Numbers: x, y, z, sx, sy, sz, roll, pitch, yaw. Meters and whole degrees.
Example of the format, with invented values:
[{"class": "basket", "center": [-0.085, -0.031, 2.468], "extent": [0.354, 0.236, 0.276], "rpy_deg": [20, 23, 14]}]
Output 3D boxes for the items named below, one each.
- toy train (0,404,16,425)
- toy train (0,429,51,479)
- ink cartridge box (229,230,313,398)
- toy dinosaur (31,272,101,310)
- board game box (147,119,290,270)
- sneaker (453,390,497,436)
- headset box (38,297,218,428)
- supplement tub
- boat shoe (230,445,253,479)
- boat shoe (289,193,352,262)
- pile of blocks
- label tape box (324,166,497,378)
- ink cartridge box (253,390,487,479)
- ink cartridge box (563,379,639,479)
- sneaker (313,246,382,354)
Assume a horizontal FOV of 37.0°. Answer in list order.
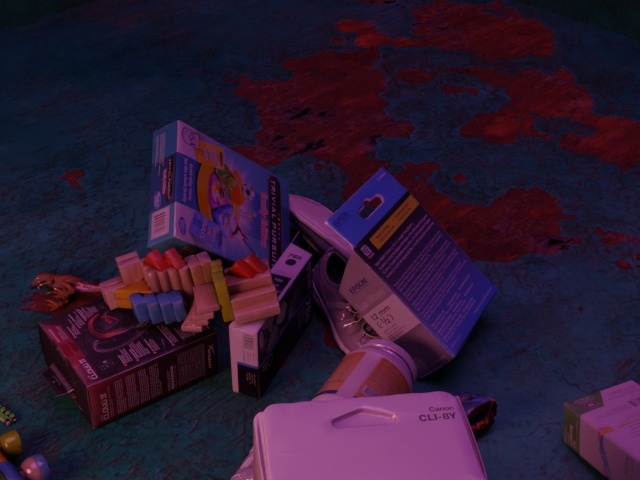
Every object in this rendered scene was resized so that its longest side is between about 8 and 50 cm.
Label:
[{"class": "toy train", "center": [-0.579, 0.308, 1.719], "extent": [0.083, 0.017, 0.024], "rpy_deg": [25, 51, 29]}, {"class": "toy train", "center": [-0.566, 0.352, 1.593], "extent": [0.143, 0.105, 0.248], "rpy_deg": [-16, 37, -40]}, {"class": "ink cartridge box", "center": [-0.078, 0.137, 1.859], "extent": [0.065, 0.165, 0.333], "rpy_deg": [12, 37, 17]}, {"class": "toy dinosaur", "center": [-0.513, 0.094, 1.986], "extent": [0.211, 0.064, 0.112], "rpy_deg": [11, 35, 11]}, {"class": "board game box", "center": [-0.195, -0.059, 1.939], "extent": [0.079, 0.336, 0.254], "rpy_deg": [-20, 60, 34]}, {"class": "sneaker", "center": [0.207, 0.327, 1.692], "extent": [0.221, 0.083, 0.087], "rpy_deg": [-15, 25, -31]}, {"class": "headset box", "center": [-0.372, 0.206, 1.791], "extent": [0.293, 0.110, 0.218], "rpy_deg": [-22, 41, -31]}, {"class": "supplement tub", "center": [0.076, 0.279, 1.681], "extent": [0.144, 0.144, 0.200], "rpy_deg": [18, 38, 22]}, {"class": "boat shoe", "center": [0.008, 0.411, 1.523], "extent": [0.320, 0.118, 0.103], "rpy_deg": [17, 43, 27]}, {"class": "boat shoe", "center": [0.000, 0.000, 2.110], "extent": [0.116, 0.099, 0.319], "rpy_deg": [-2, 31, -42]}, {"class": "pile of blocks", "center": [-0.249, 0.077, 1.733], "extent": [0.362, 0.113, 0.149], "rpy_deg": [-2, 31, 15]}, {"class": "label tape box", "center": [0.159, 0.058, 1.872], "extent": [0.348, 0.115, 0.249], "rpy_deg": [46, 42, -1]}, {"class": "ink cartridge box", "center": [0.052, 0.404, 1.291], "extent": [0.279, 0.385, 0.160], "rpy_deg": [-4, 35, -8]}, {"class": "ink cartridge box", "center": [0.539, 0.340, 1.626], "extent": [0.154, 0.093, 0.212], "rpy_deg": [-13, 22, -21]}, {"class": "sneaker", "center": [0.066, 0.134, 1.893], "extent": [0.105, 0.115, 0.281], "rpy_deg": [-22, 56, -30]}]
